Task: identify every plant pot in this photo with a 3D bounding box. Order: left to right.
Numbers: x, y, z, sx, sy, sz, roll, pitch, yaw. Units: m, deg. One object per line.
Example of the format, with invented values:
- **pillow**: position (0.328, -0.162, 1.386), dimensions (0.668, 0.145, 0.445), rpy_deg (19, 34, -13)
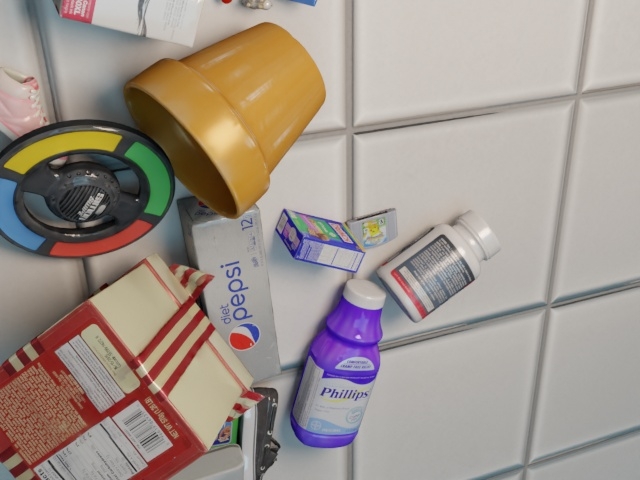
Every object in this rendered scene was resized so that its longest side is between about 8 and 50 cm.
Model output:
- **plant pot**: position (-0.103, -0.163, 0.942), dimensions (0.188, 0.205, 0.205), rpy_deg (-43, 126, -17)

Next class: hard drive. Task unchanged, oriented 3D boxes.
- **hard drive**: position (-0.223, 0.415, 1.187), dimensions (0.203, 0.040, 0.308), rpy_deg (-13, 147, -17)

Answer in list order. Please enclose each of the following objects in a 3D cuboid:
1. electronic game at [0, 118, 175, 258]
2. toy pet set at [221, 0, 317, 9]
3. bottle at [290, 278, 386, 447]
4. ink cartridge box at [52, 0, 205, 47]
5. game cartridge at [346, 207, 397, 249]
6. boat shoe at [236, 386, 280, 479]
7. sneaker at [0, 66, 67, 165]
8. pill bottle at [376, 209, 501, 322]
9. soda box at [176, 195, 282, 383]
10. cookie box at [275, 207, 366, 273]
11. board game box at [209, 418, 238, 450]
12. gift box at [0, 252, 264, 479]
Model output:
- **electronic game**: position (-0.294, -0.058, 0.949), dimensions (0.229, 0.048, 0.229), rpy_deg (-15, 142, -12)
- **toy pet set**: position (-0.053, -0.344, 0.951), dimensions (0.114, 0.065, 0.122), rpy_deg (16, 109, 8)
- **bottle**: position (0.036, 0.200, 1.237), dimensions (0.118, 0.092, 0.283), rpy_deg (7, 113, -25)
- **ink cartridge box**: position (-0.219, -0.274, 0.871), dimensions (0.150, 0.109, 0.063), rpy_deg (8, 111, -27)
- **game cartridge**: position (0.081, -0.016, 1.192), dimensions (0.083, 0.017, 0.056), rpy_deg (-16, 125, -15)
- **boat shoe**: position (-0.102, 0.340, 1.266), dimensions (0.076, 0.080, 0.229), rpy_deg (-4, 110, -20)
- **sneaker**: position (-0.344, -0.151, 0.915), dimensions (0.070, 0.051, 0.134), rpy_deg (-44, 120, 9)
- **pill bottle**: position (0.189, 0.037, 1.210), dimensions (0.180, 0.108, 0.108), rpy_deg (-36, 124, -2)
- **soda box**: position (-0.129, 0.073, 1.101), dimensions (0.098, 0.091, 0.286), rpy_deg (-16, 121, -17)
- **cookie box**: position (0.000, 0.000, 1.119), dimensions (0.107, 0.092, 0.040), rpy_deg (14, 113, -29)
- **board game box**: position (-0.285, 0.300, 1.180), dimensions (0.317, 0.046, 0.214), rpy_deg (-3, 118, -22)
- **gift box**: position (-0.232, 0.180, 0.970), dimensions (0.276, 0.258, 0.255), rpy_deg (-31, 96, 11)
